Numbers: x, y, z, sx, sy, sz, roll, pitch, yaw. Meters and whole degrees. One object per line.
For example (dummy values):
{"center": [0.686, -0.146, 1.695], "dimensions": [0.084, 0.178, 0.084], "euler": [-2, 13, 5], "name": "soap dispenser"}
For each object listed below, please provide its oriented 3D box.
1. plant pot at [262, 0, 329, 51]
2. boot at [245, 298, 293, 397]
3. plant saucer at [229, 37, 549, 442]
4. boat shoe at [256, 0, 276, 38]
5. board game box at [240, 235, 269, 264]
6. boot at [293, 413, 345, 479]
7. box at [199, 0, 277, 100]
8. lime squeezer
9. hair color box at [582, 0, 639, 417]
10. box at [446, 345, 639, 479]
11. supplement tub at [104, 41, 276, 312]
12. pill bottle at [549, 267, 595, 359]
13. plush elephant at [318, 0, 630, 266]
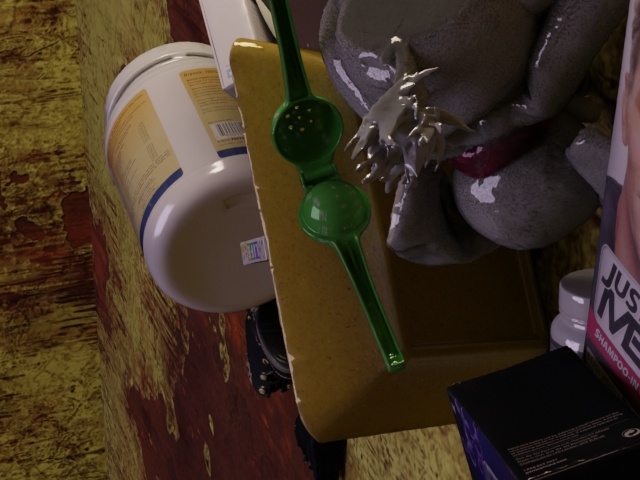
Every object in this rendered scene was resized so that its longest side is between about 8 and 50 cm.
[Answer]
{"center": [0.012, -0.303, 1.653], "dimensions": [0.229, 0.263, 0.263], "euler": [65, 167, -14], "name": "plant pot"}
{"center": [-0.048, 0.140, 2.280], "dimensions": [0.236, 0.085, 0.178], "euler": [-109, 17, -51], "name": "boot"}
{"center": [0.082, -0.011, 1.508], "dimensions": [0.081, 0.333, 0.332], "euler": [-18, 79, 35], "name": "plant saucer"}
{"center": [-0.030, -0.324, 1.950], "dimensions": [0.109, 0.091, 0.305], "euler": [37, -146, -58], "name": "boat shoe"}
{"center": [0.000, 0.000, 1.925], "dimensions": [0.103, 0.154, 0.026], "euler": [167, 94, -74], "name": "board game box"}
{"center": [-0.002, 0.243, 2.252], "dimensions": [0.099, 0.045, 0.121], "euler": [-116, 23, -53], "name": "boot"}
{"center": [-0.075, -0.272, 2.008], "dimensions": [0.232, 0.058, 0.322], "euler": [38, -146, -61], "name": "box"}
{"center": [0.010, -0.052, 1.342], "dimensions": [0.110, 0.059, 0.310], "euler": [-17, 90, 67], "name": "lime squeezer"}
{"center": [0.262, -0.010, 1.140], "dimensions": [0.174, 0.105, 0.347], "euler": [-123, 30, -54], "name": "hair color box"}
{"center": [0.184, 0.229, 1.213], "dimensions": [0.184, 0.103, 0.261], "euler": [-119, 12, -73], "name": "box"}
{"center": [-0.141, -0.086, 2.220], "dimensions": [0.316, 0.228, 0.228], "euler": [-117, 25, -48], "name": "supplement tub"}
{"center": [0.217, 0.096, 1.387], "dimensions": [0.078, 0.078, 0.137], "euler": [-132, 37, -62], "name": "pill bottle"}
{"center": [0.139, -0.110, 1.319], "dimensions": [0.255, 0.272, 0.330], "euler": [50, -134, -41], "name": "plush elephant"}
